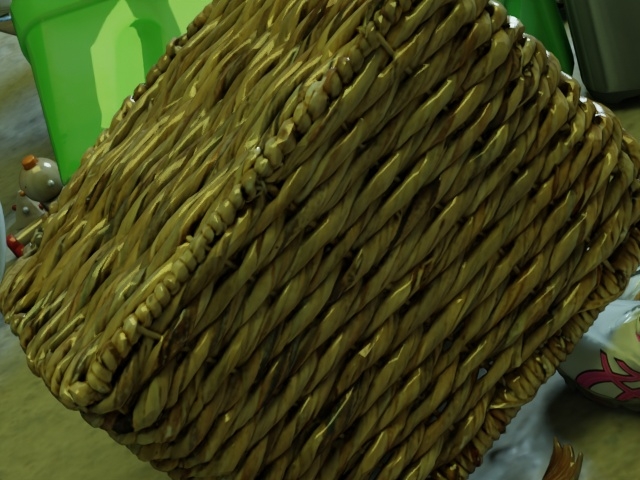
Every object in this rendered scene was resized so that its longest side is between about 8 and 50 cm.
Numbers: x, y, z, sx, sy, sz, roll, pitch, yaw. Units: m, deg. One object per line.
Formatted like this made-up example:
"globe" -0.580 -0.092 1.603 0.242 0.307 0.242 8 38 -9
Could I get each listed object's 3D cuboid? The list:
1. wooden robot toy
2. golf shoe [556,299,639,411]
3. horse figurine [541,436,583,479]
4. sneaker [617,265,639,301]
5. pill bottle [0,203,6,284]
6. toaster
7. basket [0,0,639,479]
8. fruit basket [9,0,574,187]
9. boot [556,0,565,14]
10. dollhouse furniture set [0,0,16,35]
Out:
"wooden robot toy" -0.221 -0.027 1.197 0.076 0.079 0.173 -34 32 -17
"golf shoe" 0.191 0.053 0.801 0.067 0.086 0.186 -44 35 -25
"horse figurine" 0.075 0.184 0.669 0.174 0.066 0.263 -14 17 14
"sneaker" 0.207 0.013 0.898 0.083 0.032 0.037 -33 33 -16
"pill bottle" -0.425 -0.020 1.203 0.204 0.204 0.361 -41 35 -26
"toaster" 0.240 -0.203 1.093 0.129 0.146 0.227 -7 35 26
"basket" 0.000 0.000 0.829 0.299 0.223 0.213 -52 29 -2
"fruit basket" -0.022 -0.170 1.080 0.392 0.283 0.392 -13 48 15
"boot" 0.113 -0.212 1.252 0.179 0.085 0.236 18 52 44
"dollhouse furniture set" -0.346 -0.209 1.413 0.394 0.256 0.362 18 31 30
